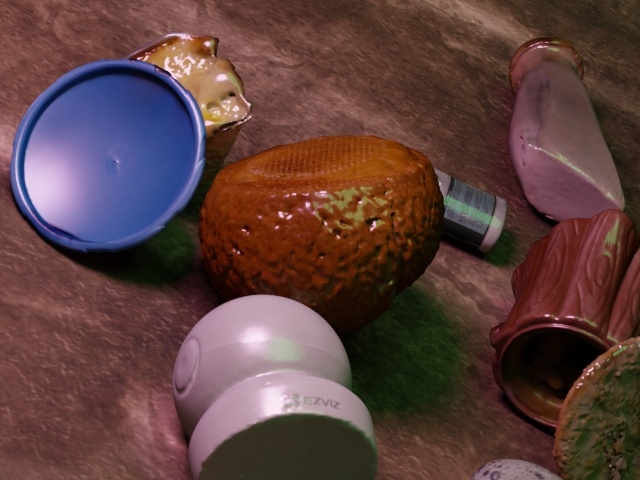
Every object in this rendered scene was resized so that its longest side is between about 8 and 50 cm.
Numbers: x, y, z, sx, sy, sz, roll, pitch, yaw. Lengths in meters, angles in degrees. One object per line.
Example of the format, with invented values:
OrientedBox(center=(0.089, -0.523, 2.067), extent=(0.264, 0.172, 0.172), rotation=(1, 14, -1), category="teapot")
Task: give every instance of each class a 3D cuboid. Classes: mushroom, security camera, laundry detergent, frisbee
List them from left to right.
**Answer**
OrientedBox(center=(-0.244, -0.096, 1.730), extent=(0.242, 0.242, 0.045), rotation=(45, -3, 23), category="frisbee")
OrientedBox(center=(-0.053, 0.159, 1.523), extent=(0.195, 0.194, 0.236), rotation=(10, 37, -24), category="security camera")
OrientedBox(center=(0.143, -0.063, 2.030), extent=(0.226, 0.070, 0.099), rotation=(25, 42, -6), category="laundry detergent")
OrientedBox(center=(0.351, -0.168, 2.246), extent=(0.154, 0.137, 0.407), rotation=(7, 36, -8), category="mushroom")

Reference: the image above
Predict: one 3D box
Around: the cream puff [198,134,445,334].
OrientedBox(center=(0.000, 0.000, 1.723), extent=(0.303, 0.212, 0.303), rotation=(-3, 18, 1), category="cream puff")

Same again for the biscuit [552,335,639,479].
OrientedBox(center=(0.359, 0.216, 1.712), extent=(0.220, 0.219, 0.033), rotation=(5, 11, -29), category="biscuit")

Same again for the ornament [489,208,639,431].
OrientedBox(center=(0.318, 0.106, 1.834), extent=(0.221, 0.235, 0.217), rotation=(10, 34, 19), category="ornament")

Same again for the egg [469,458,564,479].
OrientedBox(center=(0.215, 0.301, 1.566), extent=(0.132, 0.132, 0.172), rotation=(4, 30, -30), category="egg")

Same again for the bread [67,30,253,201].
OrientedBox(center=(-0.200, -0.131, 1.835), extent=(0.252, 0.133, 0.174), rotation=(-33, 59, -5), category="bread")
